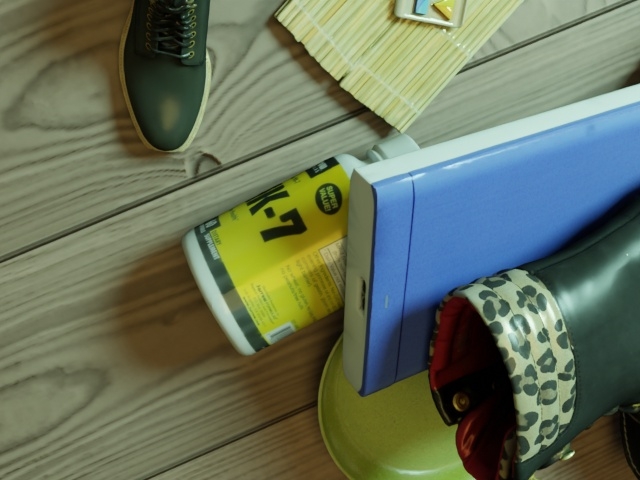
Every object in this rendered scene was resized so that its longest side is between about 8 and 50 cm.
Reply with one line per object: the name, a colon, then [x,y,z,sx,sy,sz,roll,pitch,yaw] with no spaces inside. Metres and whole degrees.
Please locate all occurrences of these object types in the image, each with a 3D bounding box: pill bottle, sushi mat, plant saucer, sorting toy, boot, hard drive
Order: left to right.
boot: [-0.116,-0.157,0.613,0.077,0.137,0.197,0,106,-11]
pill bottle: [0.000,0.000,0.689,0.208,0.119,0.119,-28,109,-3]
plant saucer: [0.112,0.144,0.794,0.241,0.037,0.241,-3,105,-10]
sorting toy: [0.099,-0.224,0.680,0.062,0.012,0.083,7,103,-11]
sushi mat: [0.119,-0.253,0.693,0.151,0.019,0.316,42,94,-18]
hard drive: [0.167,-0.006,0.677,0.319,0.040,0.210,-18,132,-23]
boot: [0.241,0.126,0.702,0.284,0.138,0.377,-23,130,-20]
